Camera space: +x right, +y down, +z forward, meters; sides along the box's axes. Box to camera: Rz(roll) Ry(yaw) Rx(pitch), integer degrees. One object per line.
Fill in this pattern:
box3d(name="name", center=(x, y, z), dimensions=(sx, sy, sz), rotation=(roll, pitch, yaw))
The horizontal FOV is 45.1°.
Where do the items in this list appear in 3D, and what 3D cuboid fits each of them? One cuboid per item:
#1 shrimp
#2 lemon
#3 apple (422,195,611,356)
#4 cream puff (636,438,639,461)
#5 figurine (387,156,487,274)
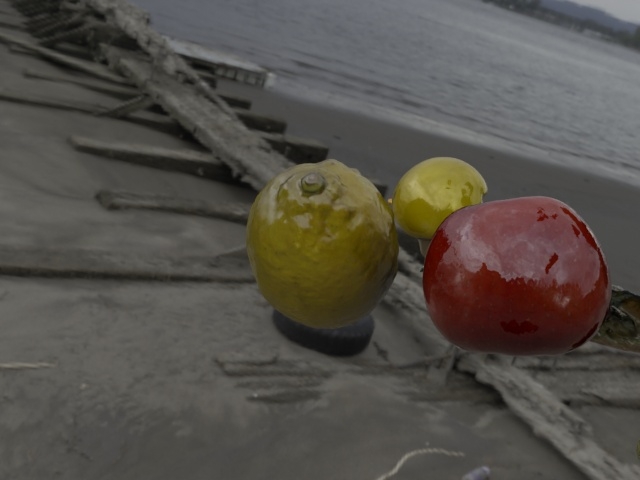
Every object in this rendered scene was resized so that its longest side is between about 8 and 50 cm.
box3d(name="shrimp", center=(0.535, 0.133, 1.623), dimensions=(0.445, 0.085, 0.272), rotation=(20, -19, 20))
box3d(name="lemon", center=(0.000, 0.004, 1.321), dimensions=(0.316, 0.285, 0.285), rotation=(51, 1, -32))
box3d(name="apple", center=(0.275, 0.052, 1.094), dimensions=(0.260, 0.216, 0.260), rotation=(-6, -2, 0))
box3d(name="cream puff", center=(0.735, 0.439, 1.353), dimensions=(0.291, 0.324, 0.257), rotation=(-10, 17, 2))
box3d(name="figurine", center=(0.256, 0.005, 1.490), dimensions=(0.187, 0.344, 0.215), rotation=(-17, 20, 12))
